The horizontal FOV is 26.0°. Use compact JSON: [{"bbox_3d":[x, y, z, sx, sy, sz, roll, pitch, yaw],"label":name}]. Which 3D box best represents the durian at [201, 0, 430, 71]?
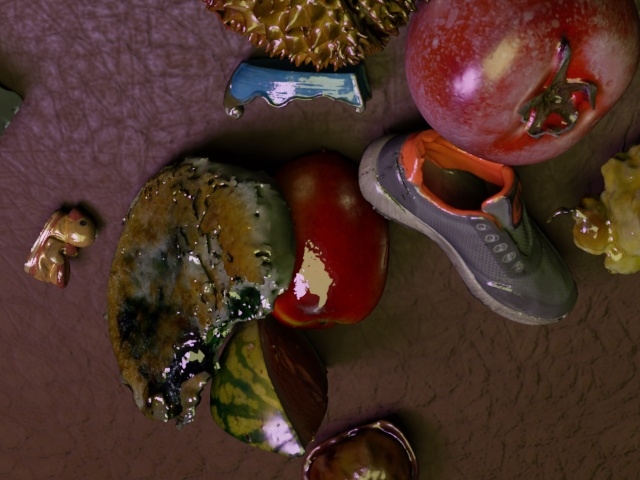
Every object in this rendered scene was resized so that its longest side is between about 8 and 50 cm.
[{"bbox_3d":[0.004,-0.359,1.445,0.348,0.384,0.347,6,151,3],"label":"durian"}]

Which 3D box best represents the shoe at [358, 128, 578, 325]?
[{"bbox_3d":[0.215,-0.031,1.715,0.336,0.132,0.171,38,153,-11],"label":"shoe"}]

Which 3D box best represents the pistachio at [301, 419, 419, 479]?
[{"bbox_3d":[0.057,0.347,2.001,0.165,0.130,0.210,30,111,-8],"label":"pistachio"}]

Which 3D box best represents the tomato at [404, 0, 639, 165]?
[{"bbox_3d":[0.225,-0.225,1.575,0.270,0.227,0.270,-15,141,-12],"label":"tomato"}]

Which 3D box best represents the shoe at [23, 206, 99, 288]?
[{"bbox_3d":[-0.350,0.010,1.876,0.069,0.072,0.109,35,79,-2],"label":"shoe"}]

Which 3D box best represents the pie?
[{"bbox_3d":[-0.167,0.047,1.768,0.078,0.296,0.371,7,127,-42],"label":"pie"}]

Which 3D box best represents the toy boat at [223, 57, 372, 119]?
[{"bbox_3d":[-0.030,-0.182,1.718,0.186,0.075,0.077,3,113,7],"label":"toy boat"}]

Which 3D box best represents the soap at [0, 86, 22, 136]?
[{"bbox_3d":[-0.507,-0.088,1.781,0.087,0.159,0.265,38,118,-15],"label":"soap"}]

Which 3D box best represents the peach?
[{"bbox_3d":[0.000,0.000,1.798,0.196,0.226,0.190,6,166,-37],"label":"peach"}]

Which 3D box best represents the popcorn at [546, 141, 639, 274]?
[{"bbox_3d":[0.407,-0.052,1.712,0.195,0.174,0.168,-18,80,46],"label":"popcorn"}]

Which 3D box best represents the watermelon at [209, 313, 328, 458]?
[{"bbox_3d":[-0.086,0.188,1.822,0.128,0.303,0.159,-33,99,11],"label":"watermelon"}]
